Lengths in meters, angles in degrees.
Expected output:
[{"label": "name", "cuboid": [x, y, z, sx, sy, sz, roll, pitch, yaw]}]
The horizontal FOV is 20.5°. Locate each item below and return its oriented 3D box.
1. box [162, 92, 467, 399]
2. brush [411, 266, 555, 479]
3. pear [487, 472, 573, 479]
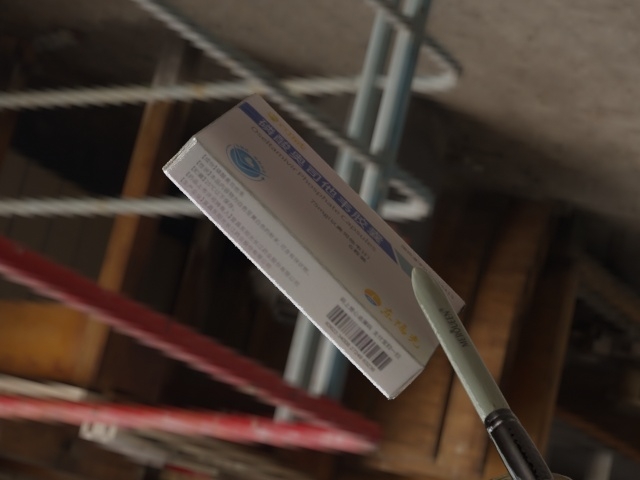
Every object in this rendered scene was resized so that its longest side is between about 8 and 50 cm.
[{"label": "box", "cuboid": [0.000, 0.000, 1.929, 0.343, 0.065, 0.200, 45, -155, -1]}, {"label": "brush", "cuboid": [0.122, 0.119, 1.251, 0.042, 0.039, 0.299, 18, -151, -34]}, {"label": "pear", "cuboid": [0.187, 0.381, 1.653, 0.284, 0.336, 0.285, 5, 155, 3]}]
